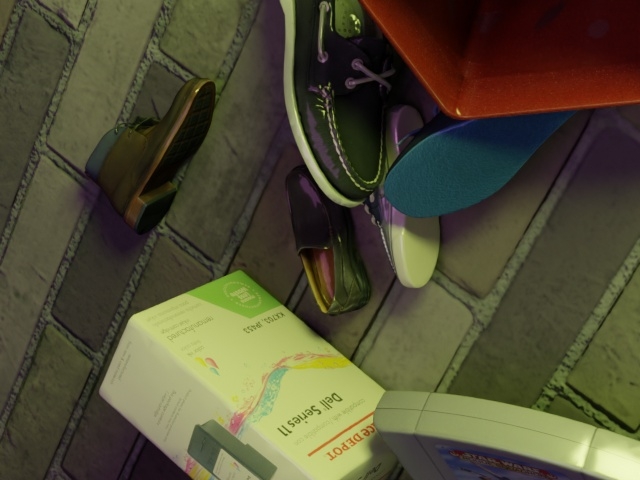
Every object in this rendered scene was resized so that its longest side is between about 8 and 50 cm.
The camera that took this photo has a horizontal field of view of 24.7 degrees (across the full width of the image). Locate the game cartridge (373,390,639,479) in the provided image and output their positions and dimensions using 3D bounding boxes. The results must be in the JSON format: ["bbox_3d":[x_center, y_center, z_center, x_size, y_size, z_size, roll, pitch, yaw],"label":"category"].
[{"bbox_3d":[0.204,0.227,1.438,0.297,0.198,0.062,9,64,32],"label":"game cartridge"}]

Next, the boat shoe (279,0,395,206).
[{"bbox_3d":[0.024,-0.187,1.447,0.091,0.114,0.303,-20,77,36],"label":"boat shoe"}]

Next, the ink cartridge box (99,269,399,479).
[{"bbox_3d":[-0.037,0.201,1.562,0.353,0.207,0.119,39,121,18],"label":"ink cartridge box"}]

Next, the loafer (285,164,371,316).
[{"bbox_3d":[0.000,0.000,1.574,0.062,0.061,0.170,-26,87,36],"label":"loafer"}]

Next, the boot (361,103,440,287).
[{"bbox_3d":[0.069,-0.045,1.523,0.086,0.069,0.190,-2,93,41],"label":"boot"}]

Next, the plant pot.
[{"bbox_3d":[0.193,-0.282,1.235,0.267,0.267,0.236,-3,58,34],"label":"plant pot"}]

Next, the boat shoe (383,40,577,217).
[{"bbox_3d":[0.174,-0.113,1.418,0.258,0.089,0.109,-32,114,24],"label":"boat shoe"}]

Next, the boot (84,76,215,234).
[{"bbox_3d":[-0.201,-0.117,1.664,0.106,0.082,0.219,40,122,16],"label":"boot"}]
